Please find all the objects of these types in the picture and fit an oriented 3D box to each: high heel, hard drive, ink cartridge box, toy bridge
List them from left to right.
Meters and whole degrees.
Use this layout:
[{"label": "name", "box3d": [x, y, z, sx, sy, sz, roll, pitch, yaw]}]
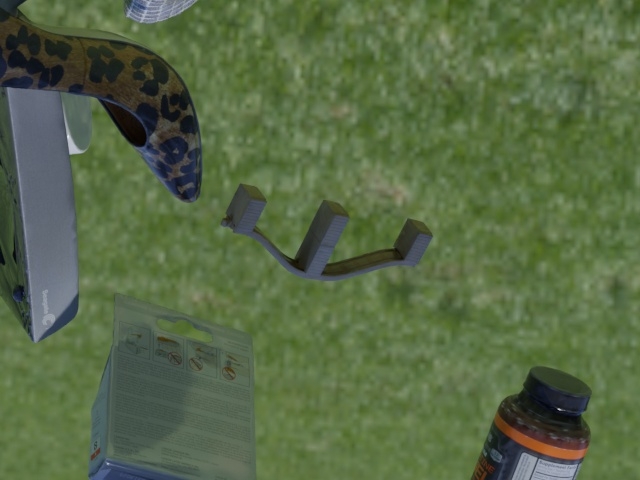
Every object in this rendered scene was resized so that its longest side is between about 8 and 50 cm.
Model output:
[{"label": "hard drive", "box3d": [-0.257, -0.059, 1.360, 0.054, 0.255, 0.172, -12, -156, -22]}, {"label": "high heel", "box3d": [-0.201, -0.099, 1.224, 0.093, 0.186, 0.261, 18, 140, 51]}, {"label": "ink cartridge box", "box3d": [-0.130, 0.144, 1.405, 0.145, 0.179, 0.045, 19, 133, -24]}, {"label": "toy bridge", "box3d": [0.000, 0.000, 1.268, 0.188, 0.063, 0.026, 10, -152, -35]}]

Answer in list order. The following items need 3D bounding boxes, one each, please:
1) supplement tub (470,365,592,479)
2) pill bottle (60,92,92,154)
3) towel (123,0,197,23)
[{"label": "supplement tub", "box3d": [0.223, 0.236, 1.701, 0.106, 0.198, 0.106, 18, -166, -5]}, {"label": "pill bottle", "box3d": [-0.329, -0.118, 1.586, 0.186, 0.112, 0.112, -5, 164, 11]}, {"label": "towel", "box3d": [-0.112, -0.375, 1.826, 0.283, 0.121, 0.235, -37, -179, -13]}]
